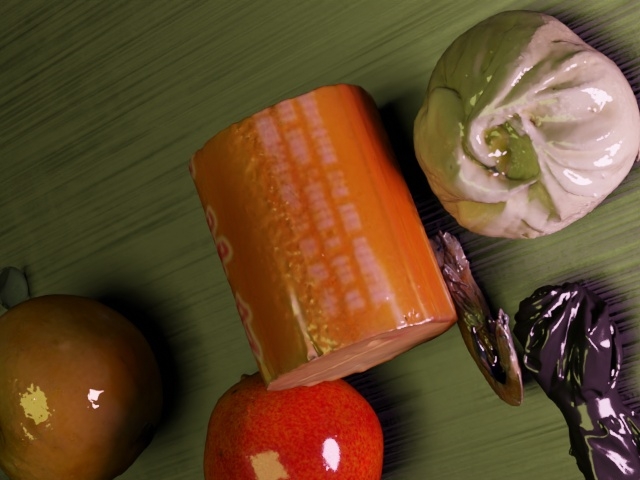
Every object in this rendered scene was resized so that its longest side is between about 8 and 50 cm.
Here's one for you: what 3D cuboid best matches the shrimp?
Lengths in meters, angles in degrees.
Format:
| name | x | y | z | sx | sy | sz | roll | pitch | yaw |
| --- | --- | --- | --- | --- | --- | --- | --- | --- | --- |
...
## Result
| name | x | y | z | sx | sy | sz | roll | pitch | yaw |
| --- | --- | --- | --- | --- | --- | --- | --- | --- | --- |
| shrimp | 0.174 | 0.085 | 1.555 | 0.046 | 0.152 | 0.219 | -22 | 81 | -3 |

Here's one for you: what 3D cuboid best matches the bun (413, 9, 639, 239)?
| name | x | y | z | sx | sy | sz | roll | pitch | yaw |
| --- | --- | --- | --- | --- | --- | --- | --- | --- | --- |
| bun | 0.206 | -0.120 | 1.471 | 0.259 | 0.160 | 0.259 | 7 | 103 | 33 |

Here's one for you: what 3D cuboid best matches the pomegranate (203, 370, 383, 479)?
| name | x | y | z | sx | sy | sz | roll | pitch | yaw |
| --- | --- | --- | --- | --- | --- | --- | --- | --- | --- |
| pomegranate | -0.043 | 0.248 | 1.680 | 0.257 | 0.221 | 0.221 | 36 | 121 | 53 |

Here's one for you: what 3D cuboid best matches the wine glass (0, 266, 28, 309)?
| name | x | y | z | sx | sy | sz | roll | pitch | yaw |
| --- | --- | --- | --- | --- | --- | --- | --- | --- | --- |
| wine glass | -0.501 | 0.079 | 2.010 | 0.155 | 0.073 | 0.073 | -5 | 98 | 30 |

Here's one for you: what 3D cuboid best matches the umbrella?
| name | x | y | z | sx | sy | sz | roll | pitch | yaw |
| --- | --- | --- | --- | --- | --- | --- | --- | --- | --- |
| umbrella | 0.306 | 0.208 | 1.515 | 0.118 | 0.118 | 0.340 | -18 | 92 | 34 |

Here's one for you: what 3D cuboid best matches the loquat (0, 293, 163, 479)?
| name | x | y | z | sx | sy | sz | roll | pitch | yaw |
| --- | --- | --- | --- | --- | --- | --- | --- | --- | --- |
| loquat | -0.340 | 0.201 | 1.829 | 0.263 | 0.263 | 0.263 | 8 | 105 | 31 |

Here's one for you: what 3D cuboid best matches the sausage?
| name | x | y | z | sx | sy | sz | roll | pitch | yaw |
| --- | --- | --- | --- | --- | --- | --- | --- | --- | --- |
| sausage | 0.000 | 0.000 | 1.556 | 0.233 | 0.233 | 0.287 | -28 | 74 | 33 |
